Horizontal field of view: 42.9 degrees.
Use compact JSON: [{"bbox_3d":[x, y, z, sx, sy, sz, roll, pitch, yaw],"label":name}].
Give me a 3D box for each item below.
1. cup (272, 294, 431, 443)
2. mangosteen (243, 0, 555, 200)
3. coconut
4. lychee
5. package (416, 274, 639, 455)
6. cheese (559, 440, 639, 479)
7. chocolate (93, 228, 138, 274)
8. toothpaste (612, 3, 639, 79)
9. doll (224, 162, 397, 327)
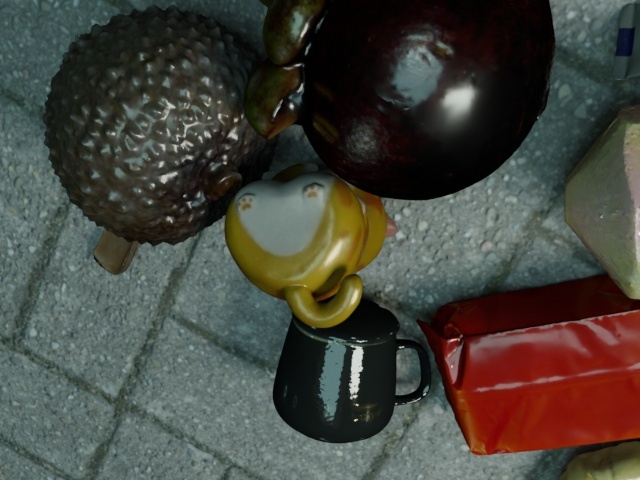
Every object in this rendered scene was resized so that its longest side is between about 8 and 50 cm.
[{"bbox_3d":[0.049,0.170,1.122,0.223,0.169,0.176,1,106,-17],"label":"cup"},{"bbox_3d":[0.072,-0.204,0.865,0.347,0.307,0.306,17,116,-10],"label":"mangosteen"},{"bbox_3d":[0.392,-0.046,0.891,0.245,0.233,0.233,1,112,10],"label":"coconut"},{"bbox_3d":[-0.188,-0.144,0.989,0.300,0.300,0.300,5,113,13],"label":"lychee"},{"bbox_3d":[0.343,0.150,1.045,0.424,0.123,0.196,-12,110,20],"label":"package"},{"bbox_3d":[0.440,0.380,1.123,0.226,0.117,0.214,4,109,7],"label":"cheese"},{"bbox_3d":[-0.292,-0.001,1.198,0.064,0.031,0.100,36,113,18],"label":"chocolate"},{"bbox_3d":[0.450,-0.220,0.858,0.266,0.061,0.096,2,71,33],"label":"toothpaste"},{"bbox_3d":[-0.005,-0.014,0.993,0.167,0.269,0.162,-2,105,18],"label":"doll"}]
